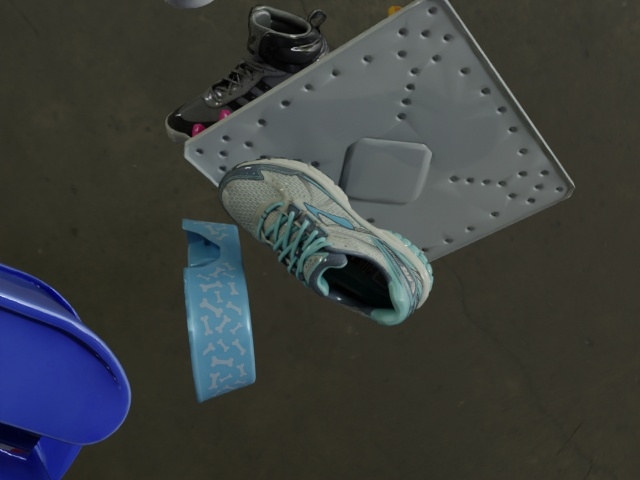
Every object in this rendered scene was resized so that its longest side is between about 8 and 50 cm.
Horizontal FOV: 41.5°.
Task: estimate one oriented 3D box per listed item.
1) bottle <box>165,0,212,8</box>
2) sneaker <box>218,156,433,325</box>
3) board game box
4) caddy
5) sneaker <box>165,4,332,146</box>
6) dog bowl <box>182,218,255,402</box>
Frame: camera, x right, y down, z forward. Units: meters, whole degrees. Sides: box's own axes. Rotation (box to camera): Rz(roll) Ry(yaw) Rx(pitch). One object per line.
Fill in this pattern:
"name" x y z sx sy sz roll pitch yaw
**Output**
"bottle" -0.136 -0.330 0.735 0.092 0.283 0.118 -4 58 0
"sneaker" 0.000 0.000 0.979 0.283 0.122 0.110 30 116 5
"board game box" 0.085 -0.107 1.143 0.389 0.390 0.050 -27 43 25
"caddy" -0.317 0.120 0.636 0.179 0.341 0.241 16 79 54
"sneaker" -0.103 -0.236 1.178 0.268 0.153 0.101 -22 49 -7
"dog bowl" -0.130 0.078 1.074 0.074 0.297 0.166 -6 116 -7
